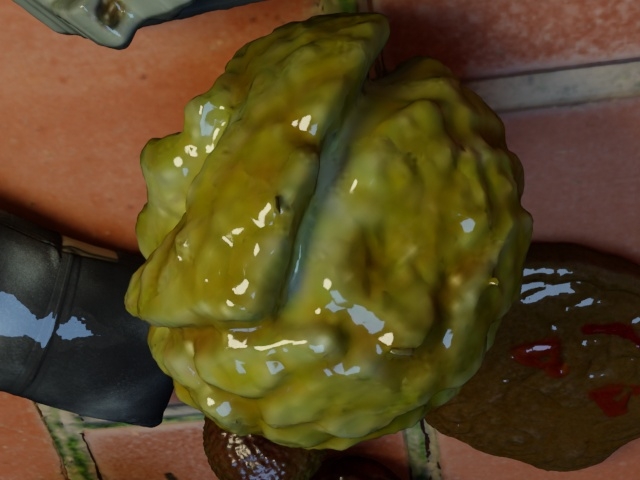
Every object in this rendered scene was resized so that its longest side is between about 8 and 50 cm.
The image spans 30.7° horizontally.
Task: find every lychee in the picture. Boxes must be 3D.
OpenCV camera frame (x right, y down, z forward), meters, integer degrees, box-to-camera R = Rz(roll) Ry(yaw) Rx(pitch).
[{"bbox_3d":[-0.052,0.175,1.042,0.114,0.114,0.146,16,152,-16],"label":"lychee"}]

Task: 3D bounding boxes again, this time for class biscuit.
[{"bbox_3d":[0.207,0.112,1.028,0.273,0.049,0.257,31,127,-25],"label":"biscuit"}]

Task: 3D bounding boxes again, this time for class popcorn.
[{"bbox_3d":[0.001,0.004,0.759,0.282,0.282,0.247,34,154,-30],"label":"popcorn"}]

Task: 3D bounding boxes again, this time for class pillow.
[{"bbox_3d":[-0.208,0.066,0.936,0.250,0.106,0.186,17,125,-20],"label":"pillow"}]

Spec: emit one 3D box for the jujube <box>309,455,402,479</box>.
[{"bbox_3d":[0.044,0.368,1.185,0.216,0.216,0.342,-10,126,9],"label":"jujube"}]

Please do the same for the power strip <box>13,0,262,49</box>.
[{"bbox_3d":[-0.154,-0.183,0.622,0.257,0.092,0.251,35,167,-34],"label":"power strip"}]
